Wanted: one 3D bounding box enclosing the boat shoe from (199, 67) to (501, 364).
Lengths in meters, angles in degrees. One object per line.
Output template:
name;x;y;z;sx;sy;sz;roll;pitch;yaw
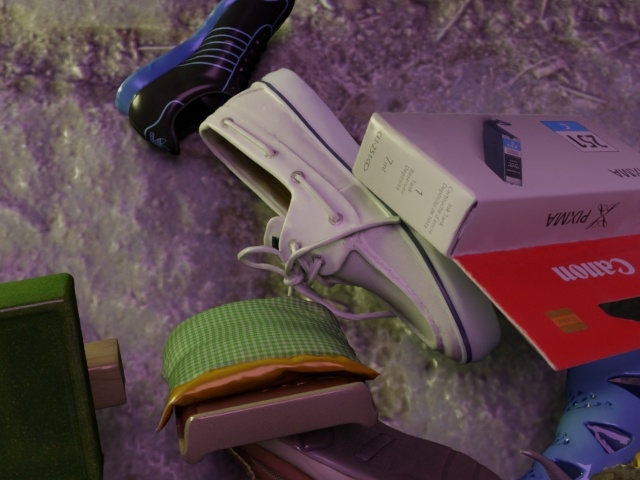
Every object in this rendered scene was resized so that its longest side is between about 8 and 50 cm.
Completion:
boat shoe;-0.001;-0.006;0.896;0.156;0.136;0.367;-32;65;-16

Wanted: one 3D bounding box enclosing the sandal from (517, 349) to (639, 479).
sandal;0.259;0.157;0.834;0.317;0.126;0.138;-29;56;-21

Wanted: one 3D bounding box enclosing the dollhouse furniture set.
dollhouse furniture set;-0.119;0.062;0.740;0.301;0.151;0.197;-10;21;-9

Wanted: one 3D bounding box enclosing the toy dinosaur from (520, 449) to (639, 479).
toy dinosaur;0.242;0.273;0.702;0.121;0.313;0.160;-36;39;-27

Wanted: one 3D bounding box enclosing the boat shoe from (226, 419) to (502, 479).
boat shoe;0.001;0.196;0.796;0.324;0.116;0.123;26;25;33

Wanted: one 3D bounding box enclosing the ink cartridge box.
ink cartridge box;0.217;-0.020;0.833;0.296;0.066;0.261;-6;39;-39

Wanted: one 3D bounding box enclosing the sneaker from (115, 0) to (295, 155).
sneaker;-0.100;-0.182;1.019;0.232;0.081;0.090;-42;74;-13
